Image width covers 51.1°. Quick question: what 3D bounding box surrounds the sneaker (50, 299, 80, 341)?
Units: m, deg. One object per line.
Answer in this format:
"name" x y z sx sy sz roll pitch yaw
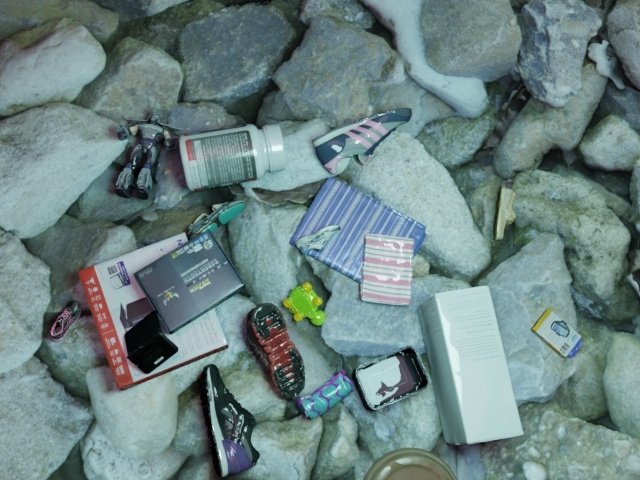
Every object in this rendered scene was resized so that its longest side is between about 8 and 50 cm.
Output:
"sneaker" -0.681 0.210 1.783 0.047 0.057 0.119 22 72 3

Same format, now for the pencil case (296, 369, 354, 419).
"pencil case" 0.013 0.412 1.782 0.151 0.064 0.070 -32 114 -14

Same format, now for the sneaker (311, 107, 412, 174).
"sneaker" 0.139 -0.296 1.992 0.318 0.112 0.131 -22 94 -8

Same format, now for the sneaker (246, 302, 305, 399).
"sneaker" -0.124 0.292 1.791 0.097 0.135 0.276 -26 101 -24

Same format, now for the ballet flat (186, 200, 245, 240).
"ballet flat" -0.302 -0.066 1.896 0.188 0.070 0.070 -39 81 -17

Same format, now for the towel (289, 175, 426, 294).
"towel" 0.113 -0.011 1.935 0.336 0.040 0.243 29 76 5

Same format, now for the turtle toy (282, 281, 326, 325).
"turtle toy" -0.036 0.180 1.844 0.095 0.066 0.130 -39 83 9

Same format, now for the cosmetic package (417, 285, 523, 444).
"cosmetic package" 0.384 0.332 1.763 0.156 0.217 0.385 -9 76 -8

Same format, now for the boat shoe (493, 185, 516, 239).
"boat shoe" 0.547 -0.078 1.974 0.059 0.063 0.170 12 72 4

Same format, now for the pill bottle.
"pill bottle" -0.248 -0.240 1.898 0.283 0.161 0.161 -10 75 -8

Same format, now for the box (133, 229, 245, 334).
"box" -0.341 0.107 1.755 0.232 0.059 0.183 -31 80 -12

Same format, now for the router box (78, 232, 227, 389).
"router box" -0.445 0.186 1.797 0.301 0.082 0.336 -22 77 -11

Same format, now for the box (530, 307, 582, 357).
"box" 0.674 0.268 1.904 0.136 0.028 0.081 43 75 5

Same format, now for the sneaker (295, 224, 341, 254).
"sneaker" 0.000 0.000 1.888 0.135 0.052 0.058 -25 88 0

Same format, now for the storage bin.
"storage bin" 0.187 0.371 1.801 0.180 0.084 0.122 -20 76 -11

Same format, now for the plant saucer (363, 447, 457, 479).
"plant saucer" 0.238 0.683 1.739 0.277 0.041 0.278 1 74 -4

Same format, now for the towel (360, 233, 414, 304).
"towel" 0.189 0.079 1.880 0.144 0.029 0.197 6 76 -1

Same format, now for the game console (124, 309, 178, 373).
"game console" -0.429 0.258 1.699 0.122 0.071 0.107 -38 109 18

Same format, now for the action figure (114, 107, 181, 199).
"action figure" -0.499 -0.258 1.916 0.185 0.099 0.285 7 69 6

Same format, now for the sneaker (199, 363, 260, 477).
"sneaker" -0.234 0.457 1.744 0.124 0.107 0.283 -8 78 -23
